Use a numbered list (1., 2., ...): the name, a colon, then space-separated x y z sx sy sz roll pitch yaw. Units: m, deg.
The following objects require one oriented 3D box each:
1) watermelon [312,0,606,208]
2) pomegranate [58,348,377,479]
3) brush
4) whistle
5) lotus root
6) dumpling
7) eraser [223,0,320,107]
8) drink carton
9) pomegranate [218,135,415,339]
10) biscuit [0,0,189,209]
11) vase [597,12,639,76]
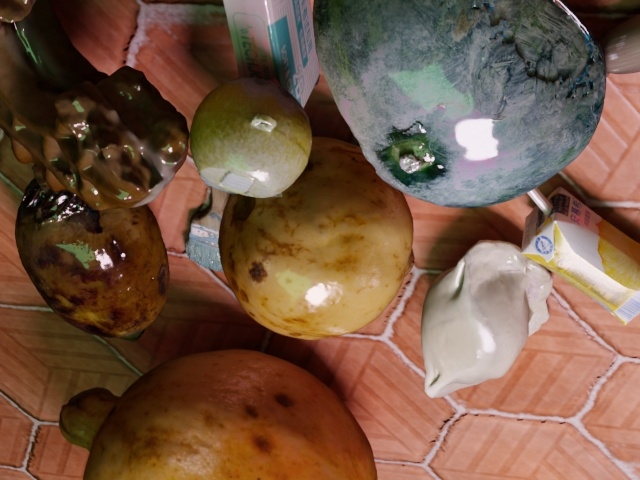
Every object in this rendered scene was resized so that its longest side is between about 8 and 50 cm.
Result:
1. watermelon: 0.128 -0.145 1.656 0.322 0.175 0.188 39 158 -21
2. pomegranate: -0.141 0.299 2.186 0.410 0.410 0.410 13 140 11
3. brush: -0.119 -0.034 2.056 0.070 0.021 0.196 18 139 6
4. whistle: -0.075 -0.096 1.763 0.123 0.123 0.223 27 164 -6
5. lotus root: -0.262 0.023 2.086 0.169 0.141 0.314 7 140 24
6. dumpling: 0.191 0.086 1.980 0.151 0.124 0.229 -9 138 -23
7. eraser: -0.048 -0.220 1.746 0.052 0.095 0.225 12 140 19
8. drink carton: 0.264 0.002 1.868 0.200 0.084 0.074 34 129 -12
9. pomegranate: 0.000 0.000 1.898 0.215 0.215 0.215 13 140 11
10. biscuit: -0.285 -0.190 1.803 0.268 0.115 0.366 -4 119 61
11. vase: 0.289 -0.181 1.670 0.101 0.053 0.053 -18 126 45
